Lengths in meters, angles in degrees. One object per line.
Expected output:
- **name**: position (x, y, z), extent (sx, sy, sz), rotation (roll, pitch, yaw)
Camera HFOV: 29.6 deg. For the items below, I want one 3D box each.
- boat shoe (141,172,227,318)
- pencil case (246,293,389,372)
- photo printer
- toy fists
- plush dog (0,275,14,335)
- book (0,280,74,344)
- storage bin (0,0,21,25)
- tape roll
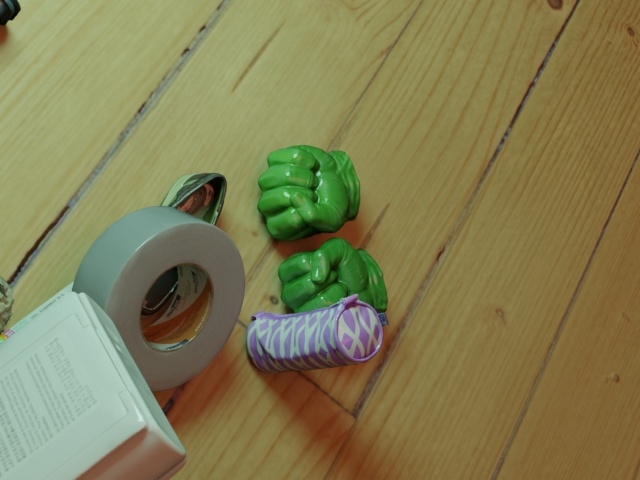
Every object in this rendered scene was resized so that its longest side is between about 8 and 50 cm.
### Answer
- **boat shoe**: position (-0.189, -0.002, 1.570), extent (0.080, 0.073, 0.223), rotation (38, 59, -20)
- **pencil case**: position (-0.011, 0.125, 1.577), extent (0.086, 0.206, 0.088), rotation (-30, 100, -42)
- **photo printer**: position (-0.318, 0.229, 1.272), extent (0.307, 0.256, 0.107), rotation (-38, 135, -3)
- **toy fists**: position (0.000, 0.000, 1.684), extent (0.142, 0.096, 0.279), rotation (-11, 85, -34)
- **plush dog**: position (-0.484, 0.065, 1.303), extent (0.225, 0.210, 0.262), rotation (-45, 104, -10)
- **book**: position (-0.326, 0.124, 1.437), extent (0.144, 0.035, 0.096), rotation (-39, 139, -36)
- **storage bin**: position (-0.448, -0.300, 1.474), extent (0.135, 0.098, 0.091), rotation (47, 67, -14)
- **tape roll**: position (-0.197, 0.071, 1.481), extent (0.219, 0.072, 0.219), rotation (-23, 124, -38)
